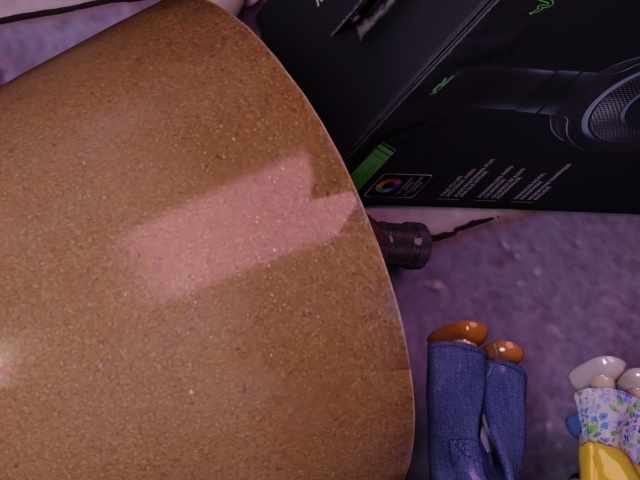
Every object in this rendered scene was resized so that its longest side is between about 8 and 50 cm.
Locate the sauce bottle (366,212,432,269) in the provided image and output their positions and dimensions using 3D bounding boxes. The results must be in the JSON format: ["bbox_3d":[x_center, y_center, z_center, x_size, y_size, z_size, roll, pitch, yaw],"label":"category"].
[{"bbox_3d":[0.000,0.000,0.904,0.128,0.042,0.042,3,61,-28],"label":"sauce bottle"}]

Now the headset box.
[{"bbox_3d":[0.133,-0.129,0.928,0.283,0.246,0.131,2,61,-31],"label":"headset box"}]

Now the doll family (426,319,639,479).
[{"bbox_3d":[0.100,0.129,0.837,0.263,0.118,0.163,18,55,-22],"label":"doll family"}]

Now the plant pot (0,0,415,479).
[{"bbox_3d":[-0.132,0.049,0.697,0.254,0.237,0.237,-22,75,-23],"label":"plant pot"}]

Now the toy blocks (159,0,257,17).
[{"bbox_3d":[-0.099,-0.291,0.861,0.309,0.288,0.260,30,57,-10],"label":"toy blocks"}]
